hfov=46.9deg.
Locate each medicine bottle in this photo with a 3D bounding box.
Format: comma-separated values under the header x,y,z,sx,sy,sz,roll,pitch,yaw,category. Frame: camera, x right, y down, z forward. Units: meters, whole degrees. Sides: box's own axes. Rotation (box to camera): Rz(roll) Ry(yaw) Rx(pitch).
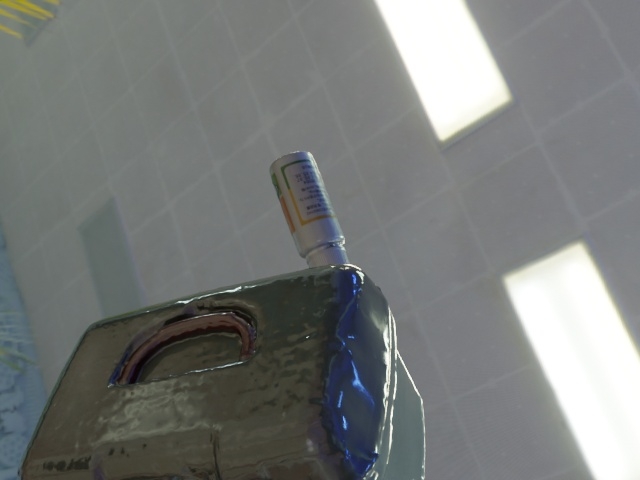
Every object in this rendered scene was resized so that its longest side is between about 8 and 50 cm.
x,y,z,sx,sy,sz,roll,pitch,yaw,category
0.000,0.000,0.937,0.061,0.092,0.220,-22,-107,4,medicine bottle

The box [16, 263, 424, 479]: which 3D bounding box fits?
x,y,z,sx,sy,sz,roll,pitch,yaw,category
-0.048,0.109,0.428,0.210,0.129,0.148,-15,-141,22,box
